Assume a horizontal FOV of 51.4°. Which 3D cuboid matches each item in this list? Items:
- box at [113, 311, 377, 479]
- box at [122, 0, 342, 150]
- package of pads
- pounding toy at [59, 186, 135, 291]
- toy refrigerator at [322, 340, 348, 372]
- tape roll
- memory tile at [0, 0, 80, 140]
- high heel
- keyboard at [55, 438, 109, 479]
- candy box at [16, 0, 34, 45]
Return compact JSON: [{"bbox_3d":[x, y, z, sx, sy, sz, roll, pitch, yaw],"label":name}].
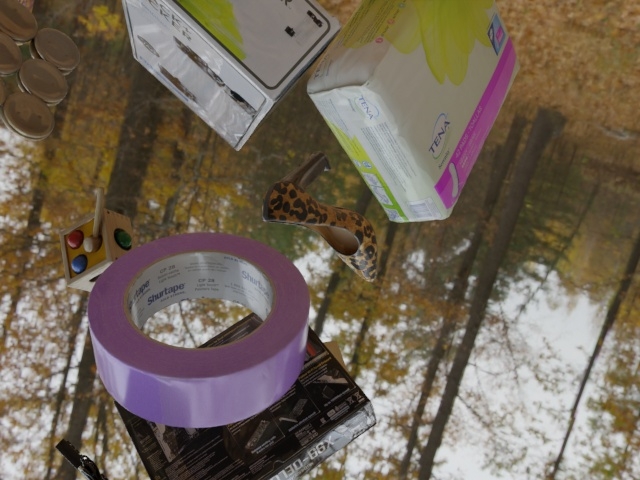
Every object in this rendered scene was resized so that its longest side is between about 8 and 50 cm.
[{"bbox_3d":[-0.113,0.250,0.967,0.307,0.076,0.242,-33,-129,-14],"label":"box"},{"bbox_3d":[-0.099,-0.191,0.642,0.169,0.087,0.290,43,171,-10],"label":"box"},{"bbox_3d":[0.125,-0.203,0.797,0.101,0.296,0.229,3,144,41],"label":"package of pads"},{"bbox_3d":[-0.399,0.001,1.198,0.141,0.130,0.100,-27,156,20],"label":"pounding toy"},{"bbox_3d":[-0.079,0.274,1.305,0.269,0.094,0.102,-2,-118,-40],"label":"toy refrigerator"},{"bbox_3d":[-0.152,0.104,0.860,0.274,0.090,0.275,4,-144,-3],"label":"tape roll"},{"bbox_3d":[-0.247,-0.142,0.469,0.012,0.113,0.148,-28,135,36],"label":"memory tile"},{"bbox_3d":[0.000,0.000,1.125,0.093,0.261,0.186,-13,-156,41],"label":"high heel"},{"bbox_3d":[-0.400,0.505,1.305,0.317,0.033,0.201,43,153,2],"label":"keyboard"},{"bbox_3d":[-0.516,-0.382,0.984,0.186,0.109,0.053,34,-152,5],"label":"candy box"}]
